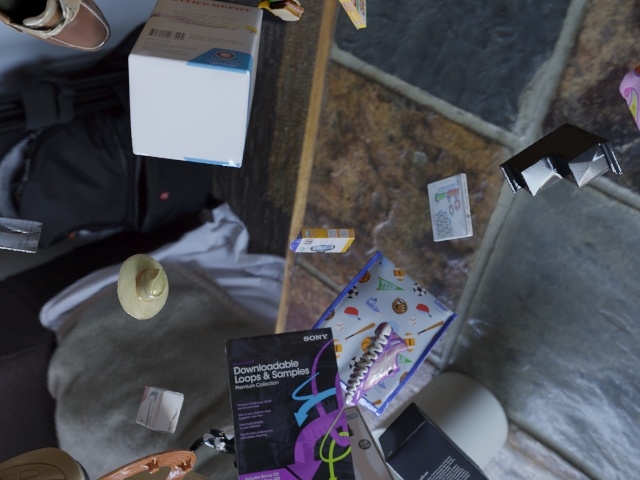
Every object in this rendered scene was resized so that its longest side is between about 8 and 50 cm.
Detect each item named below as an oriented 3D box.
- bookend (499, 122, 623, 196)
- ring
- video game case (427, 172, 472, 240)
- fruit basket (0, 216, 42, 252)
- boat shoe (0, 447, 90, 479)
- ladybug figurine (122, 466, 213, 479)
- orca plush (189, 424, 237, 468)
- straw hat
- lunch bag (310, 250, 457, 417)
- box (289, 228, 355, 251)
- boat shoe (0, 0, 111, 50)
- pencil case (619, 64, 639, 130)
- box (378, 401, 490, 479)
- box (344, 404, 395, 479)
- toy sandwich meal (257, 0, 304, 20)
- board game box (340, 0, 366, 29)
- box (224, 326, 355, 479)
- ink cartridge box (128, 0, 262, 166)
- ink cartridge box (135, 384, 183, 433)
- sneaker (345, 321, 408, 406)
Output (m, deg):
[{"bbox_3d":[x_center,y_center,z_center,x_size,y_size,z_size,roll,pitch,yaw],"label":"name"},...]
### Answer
[{"bbox_3d":[0.447,-0.135,1.249,0.072,0.156,0.157,55,-176,-23],"label":"bookend"},{"bbox_3d":[-0.430,0.568,1.481,0.032,0.336,0.337,55,140,26],"label":"ring"},{"bbox_3d":[0.304,-0.075,1.573,0.157,0.019,0.143,167,98,-70],"label":"video game case"},{"bbox_3d":[-0.532,-0.015,0.808,0.327,0.352,0.166,18,95,67],"label":"fruit basket"},{"bbox_3d":[-0.318,0.309,0.612,0.103,0.285,0.092,40,172,33],"label":"boat shoe"},{"bbox_3d":[-0.384,0.732,1.724,0.449,0.162,0.305,14,87,8],"label":"ladybug figurine"},{"bbox_3d":[-0.241,0.541,1.726,0.287,0.151,0.102,-19,65,35],"label":"orca plush"},{"bbox_3d":[-0.361,0.095,1.425,0.061,0.144,0.145,-14,101,36],"label":"straw hat"},{"bbox_3d":[0.159,0.290,2.013,0.327,0.385,0.239,38,151,9],"label":"lunch bag"},{"bbox_3d":[0.000,0.000,1.484,0.081,0.136,0.028,123,146,-62],"label":"box"},{"bbox_3d":[-0.449,-0.369,1.045,0.123,0.324,0.116,-47,67,13],"label":"boat shoe"},{"bbox_3d":[0.588,-0.165,1.046,0.124,0.124,0.284,-50,50,46],"label":"pencil case"},{"bbox_3d":[0.181,0.355,1.055,0.158,0.093,0.156,44,178,3],"label":"box"},{"bbox_3d":[0.061,0.518,1.465,0.290,0.169,0.087,-119,26,-46],"label":"box"},{"bbox_3d":[-0.074,-0.419,1.191,0.085,0.085,0.029,12,93,41],"label":"toy sandwich meal"},{"bbox_3d":[0.084,-0.632,1.687,0.039,0.259,0.124,0,91,11],"label":"board game box"},{"bbox_3d":[-0.033,0.175,0.681,0.029,0.116,0.162,115,147,-67],"label":"box"},{"bbox_3d":[-0.221,-0.300,1.225,0.198,0.270,0.197,7,131,-5],"label":"ink cartridge box"},{"bbox_3d":[-0.407,0.424,1.678,0.135,0.056,0.099,-9,64,56],"label":"ink cartridge box"},{"bbox_3d":[0.149,0.335,1.732,0.104,0.236,0.095,31,176,-5],"label":"sneaker"}]
